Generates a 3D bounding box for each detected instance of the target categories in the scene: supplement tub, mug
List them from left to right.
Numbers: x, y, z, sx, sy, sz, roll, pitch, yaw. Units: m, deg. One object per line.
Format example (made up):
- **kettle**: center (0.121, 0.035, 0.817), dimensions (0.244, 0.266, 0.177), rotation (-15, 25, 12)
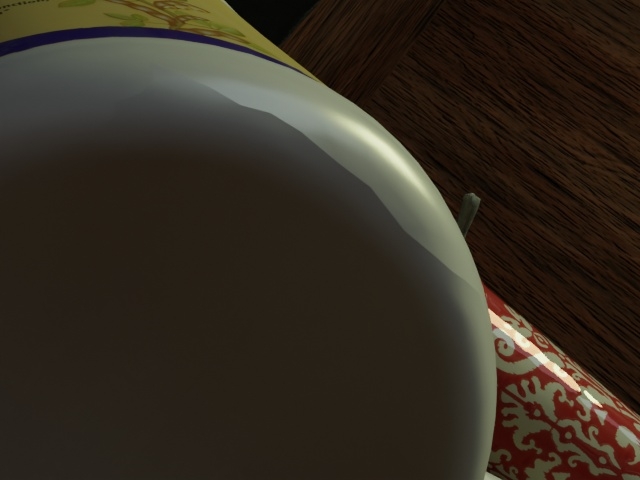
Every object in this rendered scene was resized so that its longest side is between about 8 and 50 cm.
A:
- **supplement tub**: center (-0.099, 0.010, 0.588), dimensions (0.241, 0.241, 0.331), rotation (35, 6, -27)
- **mug**: center (0.138, 0.111, 1.044), dimensions (0.169, 0.113, 0.150), rotation (36, 16, -3)

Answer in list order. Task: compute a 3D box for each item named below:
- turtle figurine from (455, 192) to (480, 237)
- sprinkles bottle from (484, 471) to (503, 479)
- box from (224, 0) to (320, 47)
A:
- **turtle figurine**: center (0.000, 0.000, 0.968), dimensions (0.197, 0.275, 0.266), rotation (15, 6, 10)
- **sprinkles bottle**: center (0.152, 0.236, 0.950), dimensions (0.355, 0.121, 0.121), rotation (32, 8, -46)
- **box**: center (-0.148, -0.295, 1.140), dimensions (0.297, 0.480, 0.472), rotation (37, 15, -21)
